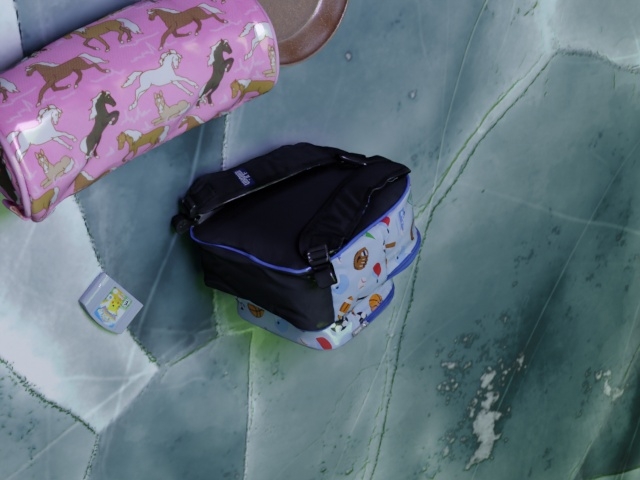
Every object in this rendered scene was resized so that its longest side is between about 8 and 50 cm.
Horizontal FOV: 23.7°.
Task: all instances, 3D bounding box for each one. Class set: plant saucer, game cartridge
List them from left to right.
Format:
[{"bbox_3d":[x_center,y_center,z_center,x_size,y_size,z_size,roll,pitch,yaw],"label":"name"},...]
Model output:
[{"bbox_3d":[-0.267,0.083,1.933,0.056,0.017,0.083,-51,134,-6],"label":"game cartridge"},{"bbox_3d":[-0.046,-0.320,1.930,0.199,0.036,0.198,-18,119,-35],"label":"plant saucer"}]

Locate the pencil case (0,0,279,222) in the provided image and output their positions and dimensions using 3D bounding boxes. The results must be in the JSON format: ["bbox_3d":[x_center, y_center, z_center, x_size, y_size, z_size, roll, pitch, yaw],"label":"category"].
[{"bbox_3d":[-0.225,-0.171,1.756,0.386,0.160,0.167,-33,166,-27],"label":"pencil case"}]

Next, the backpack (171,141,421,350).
[{"bbox_3d":[0.000,0.000,1.973,0.263,0.276,0.213,-41,136,-29],"label":"backpack"}]
